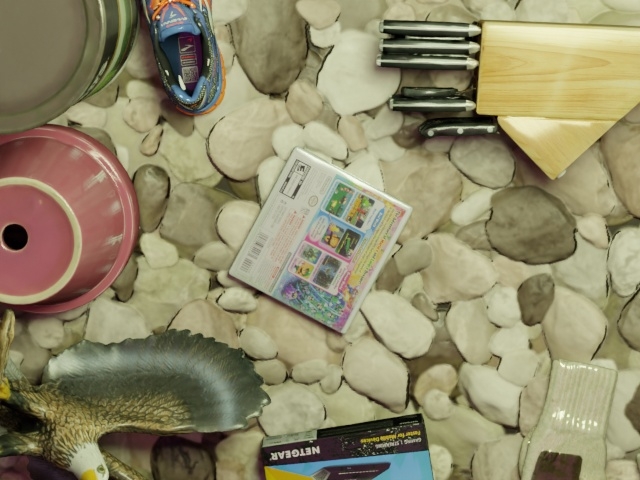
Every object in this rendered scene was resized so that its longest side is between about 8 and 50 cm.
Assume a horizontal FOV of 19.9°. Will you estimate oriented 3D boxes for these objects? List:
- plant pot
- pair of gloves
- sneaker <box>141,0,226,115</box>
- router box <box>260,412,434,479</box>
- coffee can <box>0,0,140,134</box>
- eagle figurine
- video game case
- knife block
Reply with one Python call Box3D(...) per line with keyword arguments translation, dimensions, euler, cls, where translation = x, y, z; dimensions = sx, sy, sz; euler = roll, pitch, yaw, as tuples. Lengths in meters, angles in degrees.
Box3D(translation=(-0.294, -0.013, 1.867), dimensions=(0.201, 0.180, 0.201), euler=(0, 100, 1), cls="plant pot")
Box3D(translation=(0.335, 0.251, 1.965), dimensions=(0.240, 0.042, 0.204), euler=(18, 99, -3), cls="pair of gloves")
Box3D(translation=(-0.144, -0.236, 1.875), dimensions=(0.083, 0.087, 0.221), euler=(-16, 98, 3), cls="sneaker")
Box3D(translation=(0.034, 0.267, 1.972), dimensions=(0.179, 0.046, 0.133), euler=(-9, 99, 3), cls="router box")
Box3D(translation=(-0.292, -0.218, 1.786), dimensions=(0.202, 0.275, 0.201), euler=(0, 99, 1), cls="coffee can")
Box3D(translation=(-0.234, 0.209, 1.922), dimensions=(0.298, 0.225, 0.226), euler=(12, 145, -30), cls="eagle figurine")
Box3D(translation=(0.000, 0.000, 1.944), dimensions=(0.143, 0.019, 0.157), euler=(28, 98, -3), cls="video game case")
Box3D(translation=(0.205, -0.195, 1.873), dimensions=(0.276, 0.088, 0.242), euler=(-42, 96, 8), cls="knife block")
